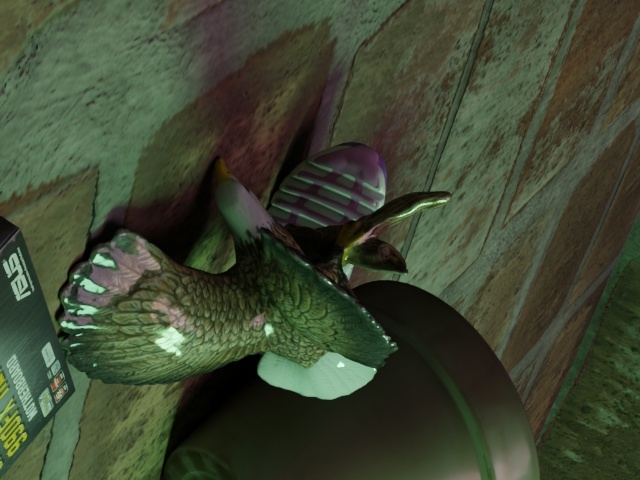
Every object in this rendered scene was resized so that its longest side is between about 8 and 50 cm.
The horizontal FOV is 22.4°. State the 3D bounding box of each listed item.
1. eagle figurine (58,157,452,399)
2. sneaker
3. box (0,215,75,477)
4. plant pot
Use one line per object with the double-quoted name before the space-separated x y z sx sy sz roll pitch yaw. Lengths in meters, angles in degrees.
"eagle figurine" -0.046 0.041 1.284 0.226 0.225 0.298 -56 176 24
"sneaker" 0.000 0.000 1.497 0.104 0.095 0.236 -45 163 -56
"box" -0.248 0.100 1.025 0.183 0.056 0.231 -51 161 -25
"plant pot" 0.009 0.234 1.604 0.280 0.323 0.323 -22 143 -36
